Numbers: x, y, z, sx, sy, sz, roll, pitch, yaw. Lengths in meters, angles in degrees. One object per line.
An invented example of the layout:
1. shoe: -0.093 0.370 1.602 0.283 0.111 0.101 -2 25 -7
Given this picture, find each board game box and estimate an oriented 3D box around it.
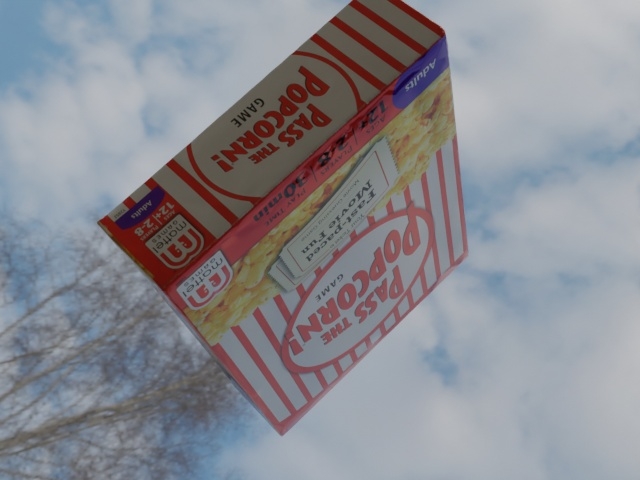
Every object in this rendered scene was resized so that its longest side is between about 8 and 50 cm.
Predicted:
1. board game box: 0.000 0.000 0.425 0.147 0.193 0.045 -43 -117 -11
